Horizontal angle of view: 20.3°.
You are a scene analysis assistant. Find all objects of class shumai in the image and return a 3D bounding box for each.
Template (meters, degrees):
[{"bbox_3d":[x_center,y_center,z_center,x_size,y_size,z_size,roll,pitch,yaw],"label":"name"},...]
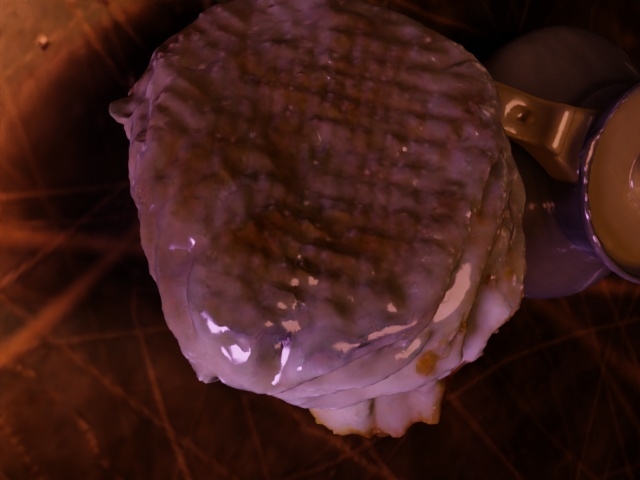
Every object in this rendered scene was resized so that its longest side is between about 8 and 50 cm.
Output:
[{"bbox_3d":[-0.003,-0.005,0.753,0.184,0.184,0.142,-34,160,-27],"label":"shumai"}]

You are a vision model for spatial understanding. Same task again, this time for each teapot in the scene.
[{"bbox_3d":[0.108,-0.040,0.820,0.166,0.119,0.130,23,84,-36],"label":"teapot"}]
